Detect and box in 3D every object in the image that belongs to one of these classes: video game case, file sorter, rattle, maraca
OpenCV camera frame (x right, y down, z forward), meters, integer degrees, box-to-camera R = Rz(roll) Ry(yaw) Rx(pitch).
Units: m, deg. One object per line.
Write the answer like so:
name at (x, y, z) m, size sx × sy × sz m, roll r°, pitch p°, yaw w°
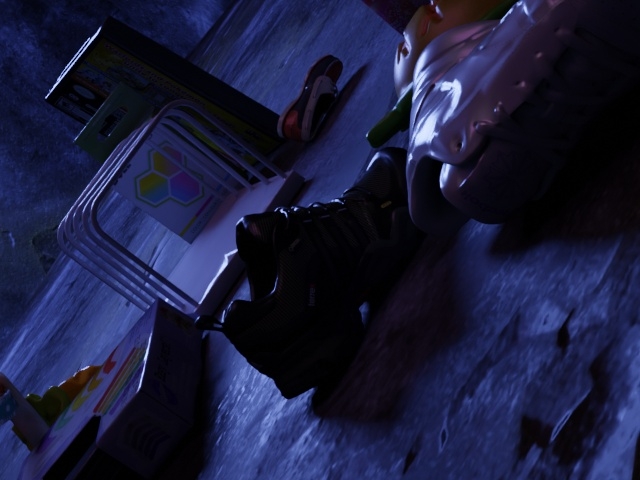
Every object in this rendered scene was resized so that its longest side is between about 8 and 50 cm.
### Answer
video game case at (-0.208, -0.172, 1.847) m, size 0.248 × 0.274 × 0.035 m, roll -30°, pitch 34°, yaw 59°
file sorter at (-0.176, -0.031, 1.592) m, size 0.193 × 0.173 × 0.277 m, roll -55°, pitch 13°, yaw -15°
rattle at (-0.297, 0.164, 1.521) m, size 0.142 × 0.200 × 0.130 m, roll -26°, pitch 51°, yaw -6°
maraca at (0.102, -0.131, 1.054) m, size 0.127 × 0.099 × 0.185 m, roll -30°, pitch -11°, yaw -46°

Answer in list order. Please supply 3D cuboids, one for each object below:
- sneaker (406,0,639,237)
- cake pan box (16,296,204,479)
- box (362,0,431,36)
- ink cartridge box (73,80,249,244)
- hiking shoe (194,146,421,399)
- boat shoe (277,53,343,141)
sneaker at (0.147, -0.090, 0.836) m, size 0.305 × 0.114 × 0.152 m, roll -39°, pitch 32°, yaw 59°
cake pan box at (-0.212, 0.202, 1.337) m, size 0.246 × 0.070 × 0.267 m, roll -52°, pitch 13°, yaw 13°
box at (0.131, -0.323, 1.412) m, size 0.128 × 0.122 × 0.257 m, roll -57°, pitch 14°, yaw -22°
ink cartridge box at (-0.207, -0.096, 1.783) m, size 0.109 × 0.209 × 0.062 m, roll -50°, pitch 13°, yaw 15°
hiking shoe at (0.000, 0.000, 1.026) m, size 0.086 × 0.114 × 0.227 m, roll -32°, pitch 24°, yaw 55°
boat shoe at (-0.003, -0.169, 1.653) m, size 0.043 × 0.049 × 0.137 m, roll 12°, pitch 52°, yaw 28°
